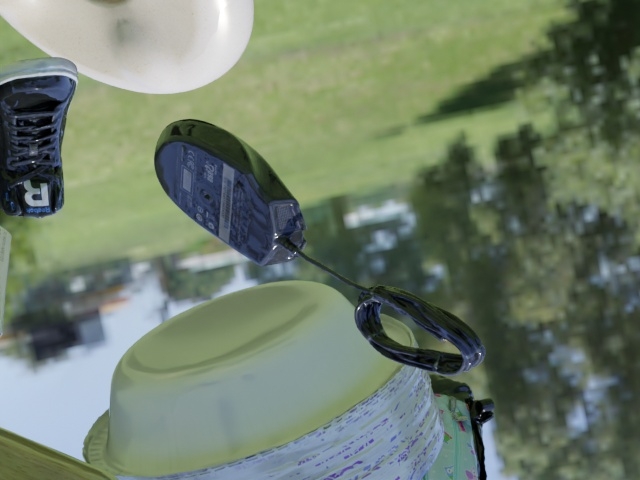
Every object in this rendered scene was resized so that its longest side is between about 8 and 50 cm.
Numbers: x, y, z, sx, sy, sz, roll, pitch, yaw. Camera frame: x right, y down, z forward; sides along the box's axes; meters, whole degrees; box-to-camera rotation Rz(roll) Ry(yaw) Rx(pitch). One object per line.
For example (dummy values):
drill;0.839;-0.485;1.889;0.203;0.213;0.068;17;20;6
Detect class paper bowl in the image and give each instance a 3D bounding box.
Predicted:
paper bowl;-0.054;0.133;1.470;0.284;0.148;0.284;-19;-164;6

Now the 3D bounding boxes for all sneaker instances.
sneaker;-0.256;-0.085;1.661;0.079;0.121;0.217;-7;171;-15

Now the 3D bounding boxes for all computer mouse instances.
computer mouse;0.000;0.000;1.048;0.242;0.071;0.041;36;-129;21

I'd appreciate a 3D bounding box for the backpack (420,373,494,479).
backpack;0.086;0.227;1.669;0.115;0.152;0.182;16;-139;-12

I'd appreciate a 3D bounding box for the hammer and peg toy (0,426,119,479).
hammer and peg toy;-0.167;0.213;0.804;0.361;0.266;0.127;16;-175;39

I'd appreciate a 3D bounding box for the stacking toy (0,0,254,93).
stacking toy;-0.125;-0.414;1.825;0.350;0.350;0.480;-6;-139;45

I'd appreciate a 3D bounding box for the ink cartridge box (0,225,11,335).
ink cartridge box;-0.505;-0.025;1.807;0.151;0.395;0.270;-45;-160;11
